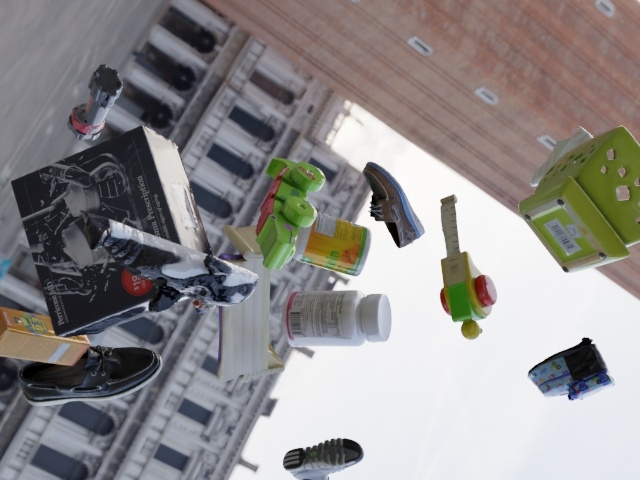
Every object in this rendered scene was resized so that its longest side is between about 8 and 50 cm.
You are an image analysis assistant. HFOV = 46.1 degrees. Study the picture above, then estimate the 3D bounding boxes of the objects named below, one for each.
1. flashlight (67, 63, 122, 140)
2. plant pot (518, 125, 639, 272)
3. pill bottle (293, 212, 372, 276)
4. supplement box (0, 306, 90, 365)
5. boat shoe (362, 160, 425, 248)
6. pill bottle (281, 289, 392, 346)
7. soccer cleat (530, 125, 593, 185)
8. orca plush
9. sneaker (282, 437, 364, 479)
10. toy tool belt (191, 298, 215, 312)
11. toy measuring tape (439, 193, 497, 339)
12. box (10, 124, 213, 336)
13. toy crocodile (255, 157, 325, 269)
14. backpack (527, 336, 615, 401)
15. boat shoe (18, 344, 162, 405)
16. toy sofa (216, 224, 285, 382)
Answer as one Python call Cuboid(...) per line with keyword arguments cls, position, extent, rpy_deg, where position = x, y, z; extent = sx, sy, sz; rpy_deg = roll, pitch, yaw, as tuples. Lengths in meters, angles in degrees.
Cuboid(cls="flashlight", position=(-0.622, -0.380, 2.074), extent=(0.304, 0.103, 0.103), rpy_deg=(-37, -151, 56))
Cuboid(cls="plant pot", position=(0.566, -0.066, 1.568), extent=(0.207, 0.228, 0.227), rpy_deg=(-38, -179, -21))
Cuboid(cls="pill bottle", position=(0.000, 0.000, 1.969), extent=(0.136, 0.245, 0.137), rpy_deg=(-164, -90, -83))
Cuboid(cls="supplement box", position=(-0.631, 0.216, 1.670), extent=(0.080, 0.233, 0.078), rpy_deg=(-47, -122, 13))
Cuboid(cls="boat shoe", position=(0.125, -0.061, 1.382), extent=(0.066, 0.183, 0.066), rpy_deg=(-42, -159, -13))
Cuboid(cls="pill bottle", position=(0.048, 0.220, 2.119), extent=(0.282, 0.160, 0.160), rpy_deg=(-3, -134, 22))
Cuboid(cls="soccer cleat", position=(0.627, -0.217, 1.973), extent=(0.196, 0.076, 0.068), rpy_deg=(-39, 163, 25))
Cuboid(cls="orca plush", position=(-0.212, 0.055, 1.047), extent=(0.151, 0.287, 0.102), rpy_deg=(13, -98, 35))
Cuboid(cls="sneaker", position=(0.023, 0.608, 2.032), extent=(0.228, 0.132, 0.086), rpy_deg=(-11, -141, 18))
Cuboid(cls="toy tool belt", position=(-0.325, 0.179, 2.063), extent=(0.083, 0.052, 0.051), rpy_deg=(-18, 150, -52))
Cuboid(cls="toy measuring tape", position=(0.313, 0.063, 1.629), extent=(0.121, 0.121, 0.330), rpy_deg=(-38, -134, 47))
Cuboid(cls="box", position=(-0.420, -0.011, 1.563), extent=(0.312, 0.343, 0.179), rpy_deg=(-21, 171, 10))
Cuboid(cls="toy crocodile", position=(-0.069, -0.062, 1.423), extent=(0.115, 0.105, 0.341), rpy_deg=(-57, -168, 32))
Cuboid(cls="backpack", position=(0.574, 0.313, 1.736), extent=(0.173, 0.158, 0.117), rpy_deg=(-27, -113, 13))
Cuboid(cls="boat shoe", position=(-0.560, 0.308, 1.814), extent=(0.113, 0.339, 0.127), rpy_deg=(81, 2, -47))
Cuboid(cls="toy sofa", position=(-0.185, 0.151, 1.811), extent=(0.150, 0.177, 0.363), rpy_deg=(-134, -139, -55))
